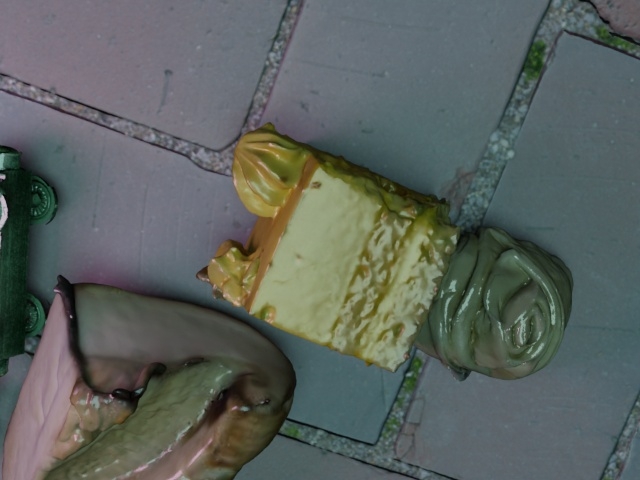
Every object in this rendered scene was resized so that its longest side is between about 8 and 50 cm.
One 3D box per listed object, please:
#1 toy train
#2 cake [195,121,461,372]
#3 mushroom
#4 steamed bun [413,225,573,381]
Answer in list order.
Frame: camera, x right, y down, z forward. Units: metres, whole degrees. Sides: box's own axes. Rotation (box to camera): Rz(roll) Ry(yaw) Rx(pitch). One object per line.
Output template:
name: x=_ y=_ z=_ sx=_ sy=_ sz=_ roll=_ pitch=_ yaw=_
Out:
toy train: x=-0.447 y=0.023 z=1.255 sx=0.190 sy=0.126 sz=0.307 roll=13 pitch=103 yaw=25
cake: x=0.000 y=0.000 z=1.214 sx=0.286 sy=0.222 sz=0.227 roll=22 pitch=97 yaw=-9
mushroom: x=-0.252 y=0.274 z=1.285 sx=0.314 sy=0.224 sz=0.397 roll=11 pitch=120 yaw=-33
steamed bun: x=0.235 y=0.101 z=1.282 sx=0.218 sy=0.144 sz=0.211 roll=29 pitch=102 yaw=-20
